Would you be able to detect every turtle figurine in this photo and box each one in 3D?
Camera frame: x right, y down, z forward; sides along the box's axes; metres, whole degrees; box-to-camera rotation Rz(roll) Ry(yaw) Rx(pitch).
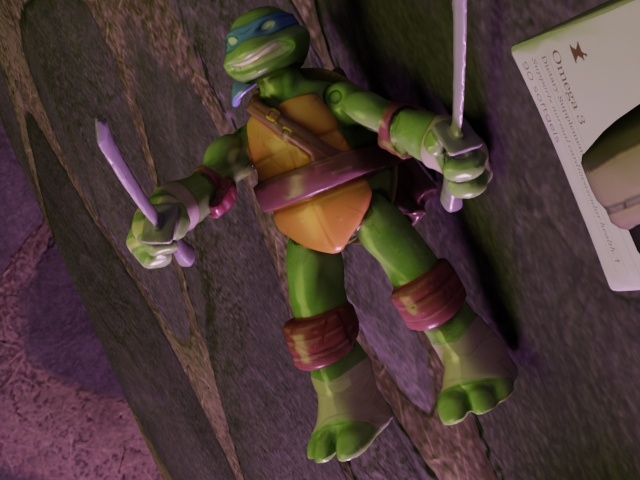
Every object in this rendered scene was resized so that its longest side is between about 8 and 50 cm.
[{"bbox_3d":[0.000,0.000,0.913,0.266,0.198,0.275,65,166,-11],"label":"turtle figurine"}]

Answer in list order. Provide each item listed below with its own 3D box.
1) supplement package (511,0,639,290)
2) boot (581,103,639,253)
[{"bbox_3d":[0.161,-0.052,0.532,0.105,0.105,0.179,67,162,-3],"label":"supplement package"},{"bbox_3d":[0.242,0.049,0.281,0.377,0.138,0.284,-14,104,46],"label":"boot"}]
